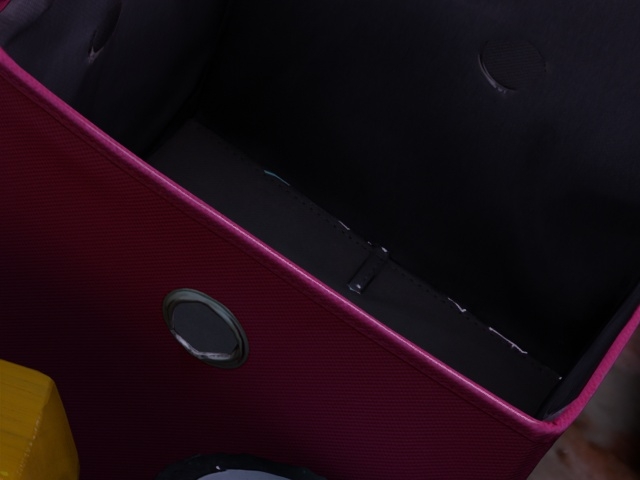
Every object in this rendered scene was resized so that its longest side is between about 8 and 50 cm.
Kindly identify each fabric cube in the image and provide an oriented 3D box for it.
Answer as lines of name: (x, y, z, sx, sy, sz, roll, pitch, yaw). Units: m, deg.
fabric cube: (0.000, 0.000, 0.794, 0.254, 0.258, 0.259, 35, 49, 7)

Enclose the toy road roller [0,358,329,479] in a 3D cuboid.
toy road roller: (-0.134, 0.171, 0.587, 0.330, 0.202, 0.240, 19, 20, -4)
